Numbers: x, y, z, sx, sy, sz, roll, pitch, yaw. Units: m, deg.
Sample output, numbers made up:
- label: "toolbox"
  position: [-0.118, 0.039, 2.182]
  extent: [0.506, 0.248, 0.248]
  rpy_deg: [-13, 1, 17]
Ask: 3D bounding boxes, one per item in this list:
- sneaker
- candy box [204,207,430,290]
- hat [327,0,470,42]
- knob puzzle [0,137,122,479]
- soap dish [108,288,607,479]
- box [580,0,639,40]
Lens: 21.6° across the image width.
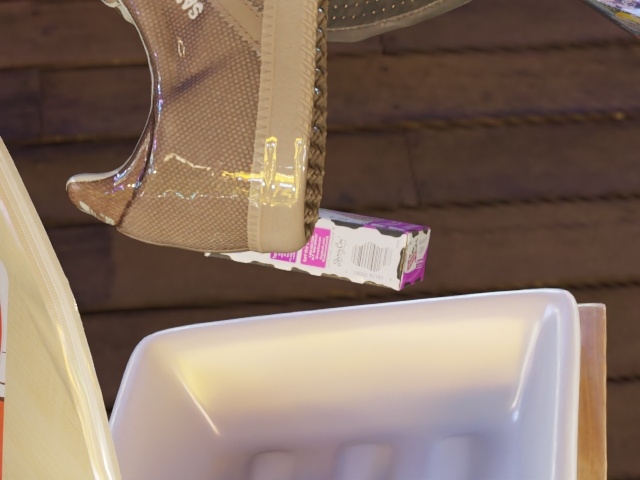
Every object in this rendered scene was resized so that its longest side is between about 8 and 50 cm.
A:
- label: "sneaker"
  position: [-0.032, -0.091, 0.458]
  extent: [0.071, 0.066, 0.188]
  rpy_deg: [2, 83, 5]
- label: "candy box"
  position: [0.000, 0.000, 1.958]
  extent: [0.233, 0.071, 0.159]
  rpy_deg: [9, 5, 12]
- label: "hat"
  position: [0.003, -0.250, 0.835]
  extent: [0.331, 0.331, 0.134]
  rpy_deg: [-16, 56, -17]
- label: "knob puzzle"
  position: [-0.114, 0.035, 0.597]
  extent: [0.030, 0.213, 0.213]
  rpy_deg: [-18, 52, -32]
- label: "soap dish"
  position: [0.017, 0.143, 0.923]
  extent: [0.290, 0.118, 0.229]
  rpy_deg: [-8, 37, 16]
- label: "box"
  position: [0.329, -0.172, 1.426]
  extent: [0.233, 0.044, 0.159]
  rpy_deg: [23, 7, -42]
